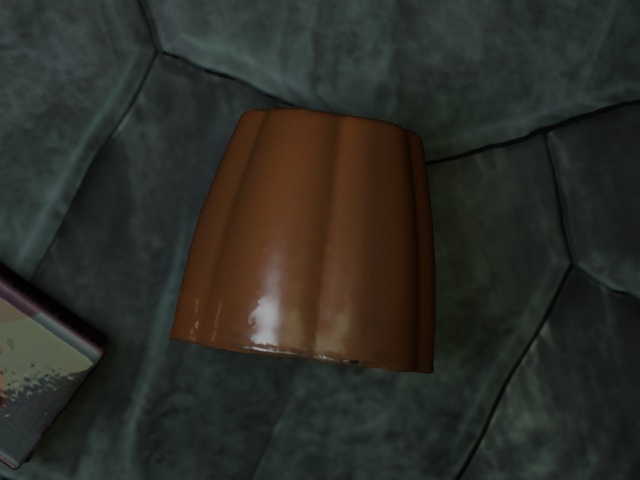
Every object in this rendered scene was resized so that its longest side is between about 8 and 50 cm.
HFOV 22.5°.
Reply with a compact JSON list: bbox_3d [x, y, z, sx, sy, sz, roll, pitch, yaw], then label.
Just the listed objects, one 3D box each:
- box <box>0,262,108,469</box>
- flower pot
[{"bbox_3d":[-0.277,0.058,1.172,0.224,0.069,0.120,35,95,-10],"label":"box"},{"bbox_3d":[0.000,0.000,1.139,0.191,0.190,0.173,10,87,-6],"label":"flower pot"}]
